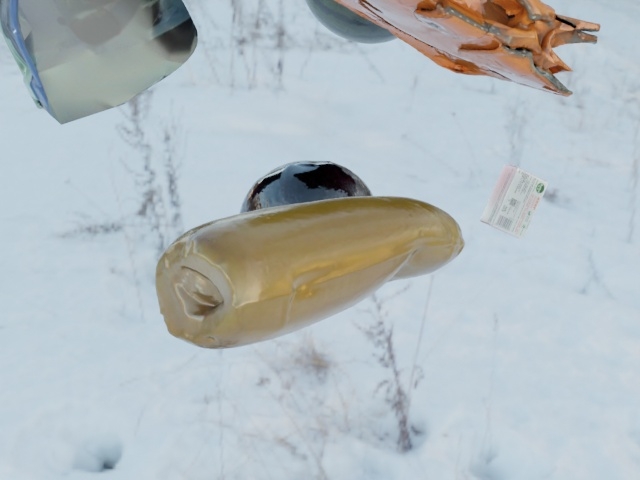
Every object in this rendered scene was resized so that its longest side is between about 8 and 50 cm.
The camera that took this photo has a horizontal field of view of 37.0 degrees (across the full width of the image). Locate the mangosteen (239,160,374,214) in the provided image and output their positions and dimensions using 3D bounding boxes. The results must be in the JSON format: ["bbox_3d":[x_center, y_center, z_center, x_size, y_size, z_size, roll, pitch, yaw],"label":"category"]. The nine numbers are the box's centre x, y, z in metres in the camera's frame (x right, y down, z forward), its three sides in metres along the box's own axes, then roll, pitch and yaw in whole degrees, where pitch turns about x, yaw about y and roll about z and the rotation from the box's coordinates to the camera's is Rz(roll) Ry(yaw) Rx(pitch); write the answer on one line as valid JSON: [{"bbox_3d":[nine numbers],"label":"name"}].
[{"bbox_3d":[0.000,0.000,1.228,0.194,0.194,0.230,-7,46,-35],"label":"mangosteen"}]

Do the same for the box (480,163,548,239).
[{"bbox_3d":[0.375,-0.075,1.851,0.089,0.125,0.043,23,3,-29],"label":"box"}]

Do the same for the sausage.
[{"bbox_3d":[0.008,0.016,0.908,0.354,0.134,0.116,-13,74,-47],"label":"sausage"}]

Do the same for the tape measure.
[{"bbox_3d":[-0.352,-0.340,1.439,0.259,0.262,0.138,-33,26,-20],"label":"tape measure"}]

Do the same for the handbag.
[{"bbox_3d":[0.112,-0.319,1.192,0.410,0.116,0.303,22,9,-28],"label":"handbag"}]

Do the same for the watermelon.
[{"bbox_3d":[0.073,-0.410,1.475,0.212,0.212,0.212,8,22,-3],"label":"watermelon"}]
